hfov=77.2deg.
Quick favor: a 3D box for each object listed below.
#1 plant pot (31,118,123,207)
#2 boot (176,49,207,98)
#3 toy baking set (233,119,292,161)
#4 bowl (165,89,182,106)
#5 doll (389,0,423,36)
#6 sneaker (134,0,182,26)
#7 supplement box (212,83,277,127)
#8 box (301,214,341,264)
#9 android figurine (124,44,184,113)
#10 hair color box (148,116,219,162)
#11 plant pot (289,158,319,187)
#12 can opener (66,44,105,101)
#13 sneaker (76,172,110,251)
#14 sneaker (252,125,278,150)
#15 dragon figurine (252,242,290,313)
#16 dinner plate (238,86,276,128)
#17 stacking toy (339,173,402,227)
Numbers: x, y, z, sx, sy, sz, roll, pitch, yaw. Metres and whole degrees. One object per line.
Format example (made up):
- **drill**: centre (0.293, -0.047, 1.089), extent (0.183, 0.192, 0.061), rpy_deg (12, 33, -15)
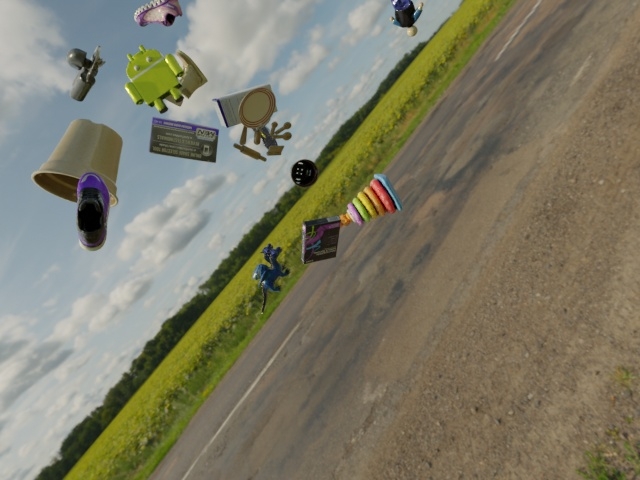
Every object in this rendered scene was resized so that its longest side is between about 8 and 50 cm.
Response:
- **plant pot**: centre (-1.037, -0.353, 1.786), extent (0.334, 0.334, 0.305), rpy_deg (143, 138, -63)
- **boot**: centre (-0.733, -0.889, 2.155), extent (0.165, 0.213, 0.077), rpy_deg (-47, 46, -5)
- **toy baking set**: centre (-0.213, -0.375, 1.430), extent (0.197, 0.030, 0.256), rpy_deg (-43, -31, 25)
- **bowl**: centre (-0.682, -0.677, 1.794), extent (0.053, 0.142, 0.142), rpy_deg (-44, -32, 18)
- **doll**: centre (0.298, -0.806, 1.398), extent (0.129, 0.189, 0.046), rpy_deg (0, 44, 36)
- **sneaker**: centre (-0.667, -0.933, 1.663), extent (0.237, 0.104, 0.095), rpy_deg (-12, 25, 27)
- **supplement box**: centre (-0.299, -0.537, 1.592), extent (0.220, 0.113, 0.111), rpy_deg (-24, 27, -14)
- **box**: centre (0.000, 0.000, 1.253), extent (0.116, 0.029, 0.162), rpy_deg (-12, -44, -18)
- **android figurine**: centre (-0.698, -0.680, 1.679), extent (0.248, 0.272, 0.056), rpy_deg (-31, 4, 3)
- **hair color box**: centre (-0.435, -0.319, 1.281), extent (0.339, 0.185, 0.109), rpy_deg (-142, 60, -66)
- **plant pot**: centre (-0.111, -0.406, 2.392), extent (0.167, 0.167, 0.165), rpy_deg (-49, 21, 1)
- **can opener**: centre (-0.730, -0.516, 1.228), extent (0.280, 0.093, 0.074), rpy_deg (-12, 66, 51)
- **sneaker**: centre (-0.784, -0.123, 1.382), extent (0.102, 0.293, 0.146), rpy_deg (-4, -20, -25)
- **sneaker**: centre (-0.214, -0.418, 1.608), extent (0.053, 0.144, 0.059), rpy_deg (-35, 1, 21)
- **dragon figurine**: centre (-0.219, 0.147, 1.616), extent (0.289, 0.144, 0.085), rpy_deg (-59, 40, 9)
- **dinner plate**: centre (-0.205, -0.427, 1.287), extent (0.141, 0.017, 0.141), rpy_deg (-33, -28, -20)
- **stacking toy**: centre (0.172, -0.128, 1.649), extent (0.302, 0.165, 0.175), rpy_deg (-32, 16, 3)
